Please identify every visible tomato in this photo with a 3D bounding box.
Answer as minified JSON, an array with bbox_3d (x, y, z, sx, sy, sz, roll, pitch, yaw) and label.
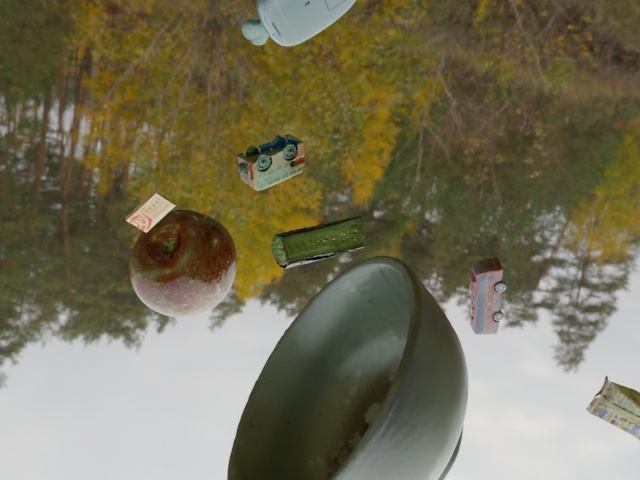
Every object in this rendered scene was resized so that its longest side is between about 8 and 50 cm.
[{"bbox_3d":[-0.333,0.064,1.787,0.270,0.270,0.223,13,151,30],"label":"tomato"}]

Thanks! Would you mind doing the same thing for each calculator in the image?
[{"bbox_3d":[-0.041,-0.533,1.632,0.298,0.041,0.185,-30,149,5],"label":"calculator"}]

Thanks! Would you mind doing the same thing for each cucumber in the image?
[{"bbox_3d":[-0.001,0.002,1.591,0.211,0.078,0.062,-14,-174,-28],"label":"cucumber"}]

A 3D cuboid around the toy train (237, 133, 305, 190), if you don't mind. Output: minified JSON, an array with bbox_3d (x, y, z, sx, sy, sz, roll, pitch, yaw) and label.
[{"bbox_3d":[-0.125,-0.196,1.803,0.188,0.099,0.072,-27,-135,-28],"label":"toy train"}]

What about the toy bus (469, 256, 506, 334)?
[{"bbox_3d":[0.392,0.134,1.697,0.077,0.192,0.065,-7,-150,-3],"label":"toy bus"}]

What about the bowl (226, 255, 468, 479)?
[{"bbox_3d":[0.047,0.172,0.710,0.146,0.289,0.289,34,180,-19],"label":"bowl"}]

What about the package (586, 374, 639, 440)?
[{"bbox_3d":[0.563,0.311,1.323,0.120,0.108,0.031,26,-135,18],"label":"package"}]

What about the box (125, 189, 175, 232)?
[{"bbox_3d":[-0.361,-0.062,1.527,0.058,0.093,0.015,37,-162,-45],"label":"box"}]
